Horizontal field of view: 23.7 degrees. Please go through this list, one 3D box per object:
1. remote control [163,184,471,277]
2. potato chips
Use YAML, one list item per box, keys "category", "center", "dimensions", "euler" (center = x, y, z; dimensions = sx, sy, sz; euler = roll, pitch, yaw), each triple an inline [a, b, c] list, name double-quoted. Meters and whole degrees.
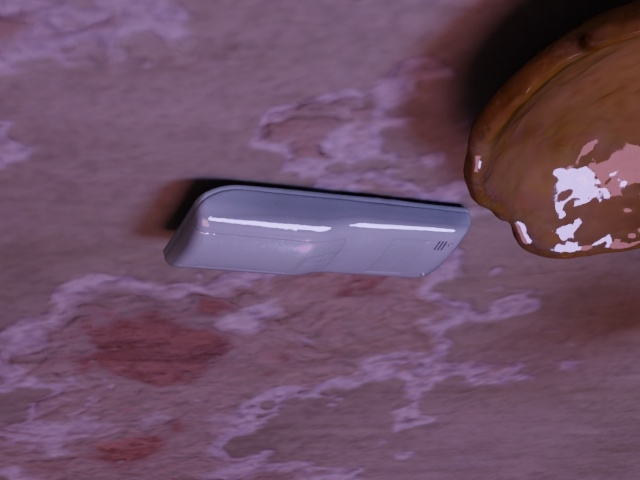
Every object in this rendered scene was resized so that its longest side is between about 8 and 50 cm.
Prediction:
- category: "remote control"
  center: [0.000, 0.000, 0.821]
  dimensions: [0.162, 0.029, 0.061]
  euler: [4, 150, -24]
- category: "potato chips"
  center: [0.165, -0.062, 0.724]
  dimensions: [0.195, 0.062, 0.208]
  euler: [4, 150, -11]
